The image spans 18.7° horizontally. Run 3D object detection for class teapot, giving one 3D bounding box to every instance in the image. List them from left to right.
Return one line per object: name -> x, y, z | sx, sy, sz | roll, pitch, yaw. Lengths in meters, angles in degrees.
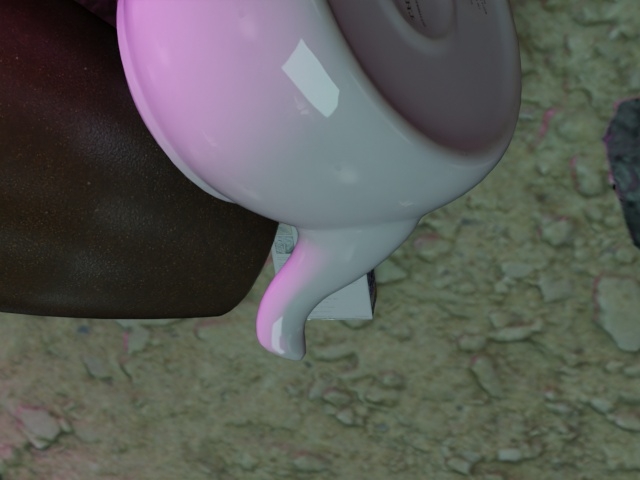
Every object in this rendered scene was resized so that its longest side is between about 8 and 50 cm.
teapot -> -0.024, -0.114, 1.061 | 0.187, 0.256, 0.252 | -21, 132, 33

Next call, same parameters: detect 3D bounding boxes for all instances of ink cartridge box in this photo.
ink cartridge box -> 0.000, 0.000, 1.269 | 0.063, 0.029, 0.115 | 0, 127, 11

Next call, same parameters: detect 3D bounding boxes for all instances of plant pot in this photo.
plant pot -> -0.147, -0.038, 1.171 | 0.230, 0.215, 0.215 | 21, 130, -23
